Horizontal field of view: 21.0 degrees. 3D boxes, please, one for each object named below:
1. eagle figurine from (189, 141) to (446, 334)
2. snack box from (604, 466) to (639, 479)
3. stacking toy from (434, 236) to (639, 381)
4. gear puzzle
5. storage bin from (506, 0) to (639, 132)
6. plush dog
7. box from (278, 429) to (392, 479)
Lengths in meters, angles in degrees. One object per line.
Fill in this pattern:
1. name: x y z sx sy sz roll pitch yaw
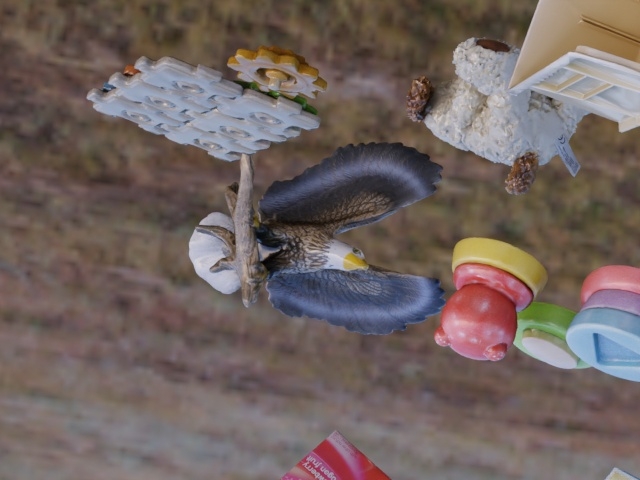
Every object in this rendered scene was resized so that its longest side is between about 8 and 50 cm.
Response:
1. eagle figurine: 0.007 0.006 2.179 0.298 0.225 0.226 -6 139 -43
2. snack box: 0.323 0.427 1.956 0.187 0.322 0.060 27 156 35
3. stacking toy: 0.309 0.135 2.118 0.309 0.130 0.279 10 153 30
4. gear puzzle: -0.094 -0.142 1.593 0.175 0.044 0.339 21 167 -20
5. storage bin: 0.292 -0.249 1.549 0.123 0.262 0.260 21 175 -5
6. plush dog: 0.252 -0.182 2.535 0.262 0.211 0.225 9 -176 -35
7. box: 0.061 0.357 1.949 0.257 0.128 0.123 41 155 23
